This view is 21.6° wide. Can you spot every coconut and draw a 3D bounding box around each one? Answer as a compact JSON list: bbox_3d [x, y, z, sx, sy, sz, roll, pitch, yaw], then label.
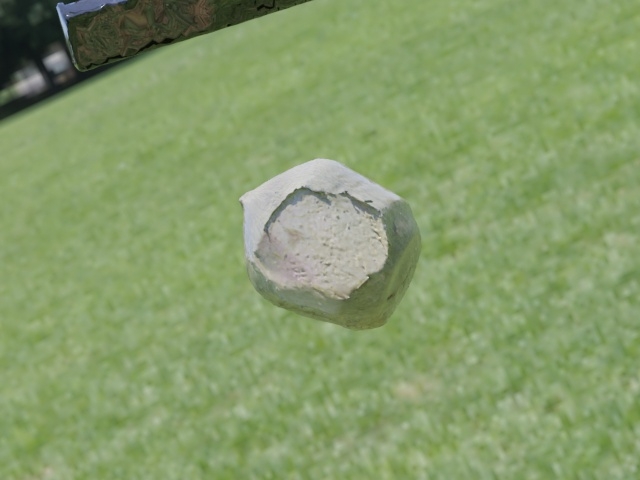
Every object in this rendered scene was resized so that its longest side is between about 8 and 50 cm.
[{"bbox_3d":[0.000,0.000,1.094,0.124,0.110,0.110,23,27,13],"label":"coconut"}]

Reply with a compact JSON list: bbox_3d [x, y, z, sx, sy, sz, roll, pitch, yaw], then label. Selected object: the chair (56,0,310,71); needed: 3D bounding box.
[{"bbox_3d":[0.056,-0.255,0.762,0.416,0.203,0.240,-15,29,-7],"label":"chair"}]
